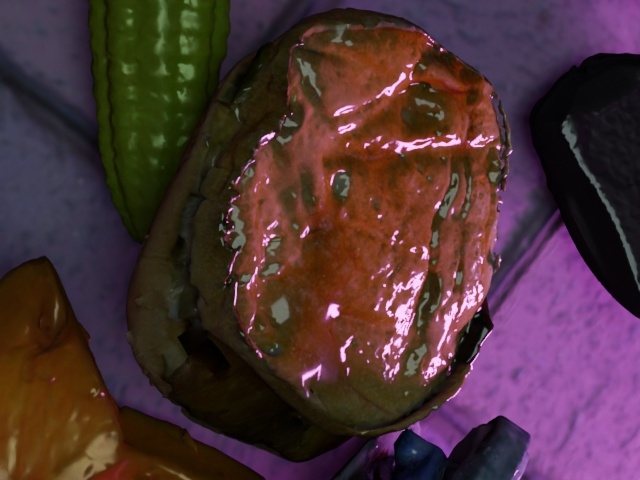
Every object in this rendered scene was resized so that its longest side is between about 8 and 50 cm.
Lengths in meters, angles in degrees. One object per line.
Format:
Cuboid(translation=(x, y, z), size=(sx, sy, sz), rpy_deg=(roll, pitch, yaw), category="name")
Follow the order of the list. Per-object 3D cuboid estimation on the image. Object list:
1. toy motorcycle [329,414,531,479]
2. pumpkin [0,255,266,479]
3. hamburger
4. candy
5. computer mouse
Cuboid(translation=(0.048, 0.268, 1.004), size=(0.319, 0.182, 0.241), rpy_deg=(-53, 151, -34), category="toy motorcycle")
Cuboid(translation=(-0.201, 0.191, 0.996), size=(0.290, 0.095, 0.258), rpy_deg=(-46, 116, -8), category="pumpkin")
Cuboid(translation=(0.002, 0.000, 1.004), size=(0.265, 0.134, 0.285), rpy_deg=(31, 77, -35), category="hamburger")
Cuboid(translation=(-0.105, -0.098, 1.001), size=(0.097, 0.097, 0.209), rpy_deg=(-2, 101, -19), category="candy")
Cuboid(translation=(0.236, -0.035, 1.134), size=(0.122, 0.073, 0.217), rpy_deg=(-26, 97, -17), category="computer mouse")
